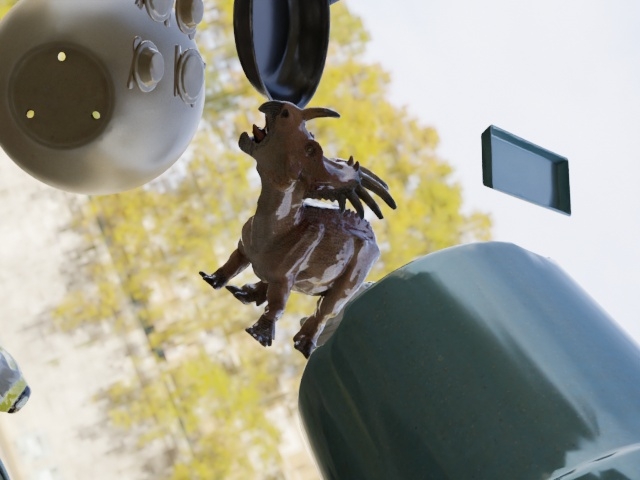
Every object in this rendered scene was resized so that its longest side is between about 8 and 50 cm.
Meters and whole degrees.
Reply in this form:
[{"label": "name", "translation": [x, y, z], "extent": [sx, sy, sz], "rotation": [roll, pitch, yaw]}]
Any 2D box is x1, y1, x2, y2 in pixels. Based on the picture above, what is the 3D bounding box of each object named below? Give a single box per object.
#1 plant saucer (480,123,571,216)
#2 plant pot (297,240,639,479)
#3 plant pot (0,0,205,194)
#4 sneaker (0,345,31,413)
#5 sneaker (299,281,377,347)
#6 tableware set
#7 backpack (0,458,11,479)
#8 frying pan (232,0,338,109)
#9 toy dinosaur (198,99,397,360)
[{"label": "plant saucer", "translation": [0.216, -0.070, 1.474], "extent": [0.192, 0.018, 0.067], "rotation": [14, 72, -56]}, {"label": "plant pot", "translation": [0.156, 0.197, 1.028], "extent": [0.334, 0.341, 0.341], "rotation": [-123, -162, -45]}, {"label": "plant pot", "translation": [-0.294, -0.183, 1.721], "extent": [0.191, 0.284, 0.284], "rotation": [-73, 145, -79]}, {"label": "sneaker", "translation": [-0.593, 0.196, 2.186], "extent": [0.385, 0.145, 0.147], "rotation": [16, -27, 50]}, {"label": "sneaker", "translation": [0.098, 0.101, 2.254], "extent": [0.152, 0.305, 0.114], "rotation": [56, -31, 0]}, {"label": "tableware set", "translation": [-0.165, -0.225, 1.547], "extent": [0.169, 0.020, 0.141], "rotation": [12, 84, -67]}, {"label": "backpack", "translation": [-0.415, 0.259, 1.303], "extent": [0.225, 0.253, 0.191], "rotation": [59, -33, 0]}, {"label": "frying pan", "translation": [-0.019, -0.275, 1.493], "extent": [0.197, 0.053, 0.326], "rotation": [72, 31, -42]}, {"label": "toy dinosaur", "translation": [0.000, 0.000, 1.331], "extent": [0.127, 0.200, 0.296], "rotation": [42, 3, 24]}]
